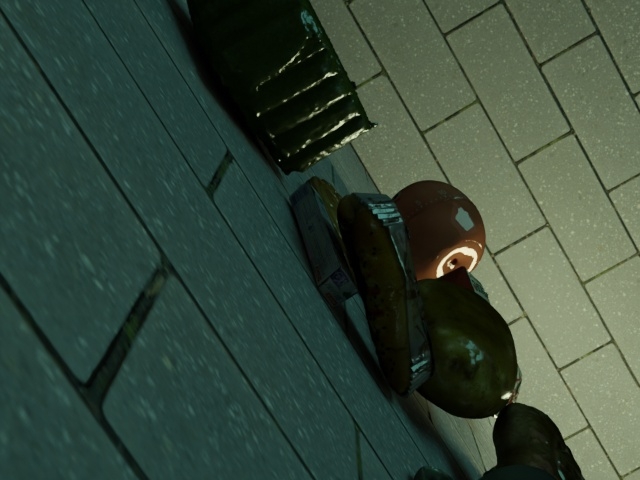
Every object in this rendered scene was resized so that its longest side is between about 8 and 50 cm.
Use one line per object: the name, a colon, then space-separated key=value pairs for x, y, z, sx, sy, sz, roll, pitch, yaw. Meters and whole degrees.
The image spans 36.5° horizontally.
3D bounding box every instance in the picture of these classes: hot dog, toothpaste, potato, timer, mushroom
hot dog: x=0.077 y=0.064 z=1.148 sx=0.131 sy=0.069 sz=0.252 roll=-170 pitch=-114 yaw=-78
toothpaste: x=0.000 y=0.000 z=1.178 sx=0.047 sy=0.040 sz=0.196 roll=53 pitch=10 yaw=-35
potato: x=0.186 y=0.150 z=1.352 sx=0.369 sy=0.176 sz=0.195 roll=-31 pitch=112 yaw=-83
timer: x=0.242 y=-0.014 z=2.136 sx=0.215 sy=0.229 sz=0.229 roll=54 pitch=2 yaw=41
mushroom: x=0.293 y=0.352 z=1.323 sx=0.278 sy=0.146 sz=0.278 roll=-10 pitch=90 yaw=-74

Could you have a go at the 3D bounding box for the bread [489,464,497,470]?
bread: x=0.368 y=0.429 z=1.598 sx=0.196 sy=0.138 sz=0.102 roll=57 pitch=4 yaw=-9

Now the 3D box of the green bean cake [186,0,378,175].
green bean cake: x=-0.061 y=-0.245 z=1.273 sx=0.250 sy=0.156 sz=0.247 roll=50 pitch=13 yaw=-54

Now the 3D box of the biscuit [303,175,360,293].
biscuit: x=0.040 y=-0.010 z=1.492 sx=0.202 sy=0.044 sz=0.289 roll=59 pitch=9 yaw=-2

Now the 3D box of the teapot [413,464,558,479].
teapot: x=0.198 y=0.294 z=0.991 sx=0.239 sy=0.162 sz=0.149 roll=27 pitch=8 yaw=-15

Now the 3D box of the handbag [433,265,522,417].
handbag: x=0.293 y=0.219 z=1.932 sx=0.171 sy=0.151 sz=0.298 roll=34 pitch=33 yaw=-64
